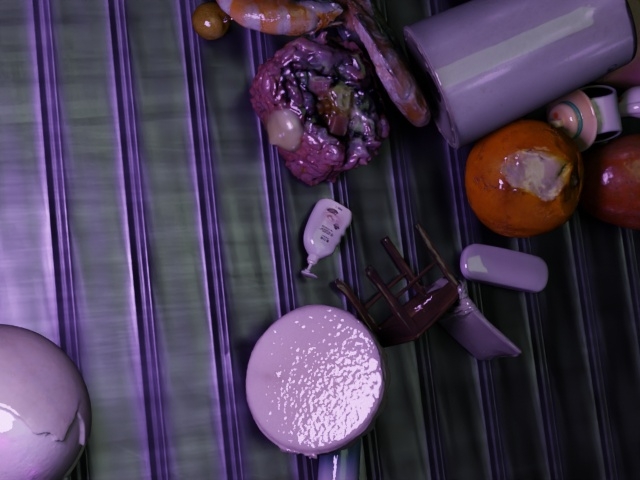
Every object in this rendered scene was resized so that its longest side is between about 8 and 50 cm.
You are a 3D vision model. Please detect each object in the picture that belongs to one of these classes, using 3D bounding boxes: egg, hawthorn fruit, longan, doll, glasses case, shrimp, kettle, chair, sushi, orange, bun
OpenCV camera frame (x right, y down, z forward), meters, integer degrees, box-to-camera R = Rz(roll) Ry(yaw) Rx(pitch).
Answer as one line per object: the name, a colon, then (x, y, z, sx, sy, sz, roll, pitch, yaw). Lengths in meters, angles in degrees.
egg: (-0.480, 0.263, 1.439, 0.278, 0.336, 0.278, 0, 90, -27)
hawthorn fruit: (0.609, -0.122, 2.023, 0.251, 0.199, 0.199, 0, 81, -6)
longan: (-0.195, -0.404, 1.797, 0.075, 0.083, 0.075, -5, 96, -59)
doll: (0.594, -0.275, 1.979, 0.271, 0.208, 0.144, -11, 101, 15)
glasses case: (0.370, 0.057, 1.962, 0.197, 0.049, 0.076, 11, 77, -20)
shrimp: (-0.108, -0.460, 1.804, 0.185, 0.068, 0.287, -28, 58, -30)
kettle: (0.377, -0.351, 1.875, 0.376, 0.361, 0.250, -24, 80, 2)
shrimp: (0.077, -0.404, 1.851, 0.110, 0.221, 0.446, -33, 85, 8)
chair: (0.201, 0.145, 1.826, 0.186, 0.160, 0.319, -40, 96, -28)
sushi: (-0.001, -0.239, 1.799, 0.236, 0.171, 0.270, -29, 97, -24)
orange: (0.398, -0.120, 1.904, 0.240, 0.240, 0.240, 4, 80, -21)
bun: (0.011, 0.254, 1.730, 0.263, 0.175, 0.263, -5, 74, 18)

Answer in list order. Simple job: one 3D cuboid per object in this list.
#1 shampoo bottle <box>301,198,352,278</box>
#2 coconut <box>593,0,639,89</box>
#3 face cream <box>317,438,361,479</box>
shampoo bottle: (0.000, 0.000, 1.827, 0.077, 0.045, 0.152, 31, 72, -15)
coconut: (0.646, -0.440, 2.075, 0.245, 0.233, 0.233, 12, 77, -27)
face cream: (0.029, 0.477, 1.740, 0.077, 0.077, 0.250, 7, 78, -21)
